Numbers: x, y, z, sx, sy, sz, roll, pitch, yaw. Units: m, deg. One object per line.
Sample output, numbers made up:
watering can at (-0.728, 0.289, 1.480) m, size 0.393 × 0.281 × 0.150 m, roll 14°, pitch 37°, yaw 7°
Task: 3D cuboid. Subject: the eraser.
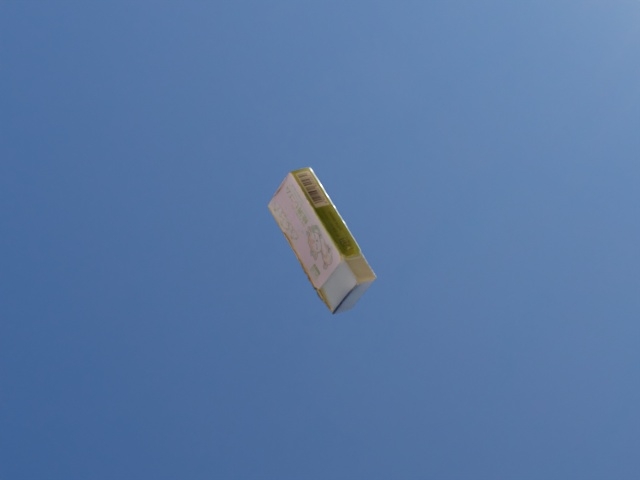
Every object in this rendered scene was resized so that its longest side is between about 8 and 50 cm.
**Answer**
eraser at (0.000, 0.000, 0.668) m, size 0.019 × 0.038 × 0.083 m, roll -14°, pitch -116°, yaw -39°
